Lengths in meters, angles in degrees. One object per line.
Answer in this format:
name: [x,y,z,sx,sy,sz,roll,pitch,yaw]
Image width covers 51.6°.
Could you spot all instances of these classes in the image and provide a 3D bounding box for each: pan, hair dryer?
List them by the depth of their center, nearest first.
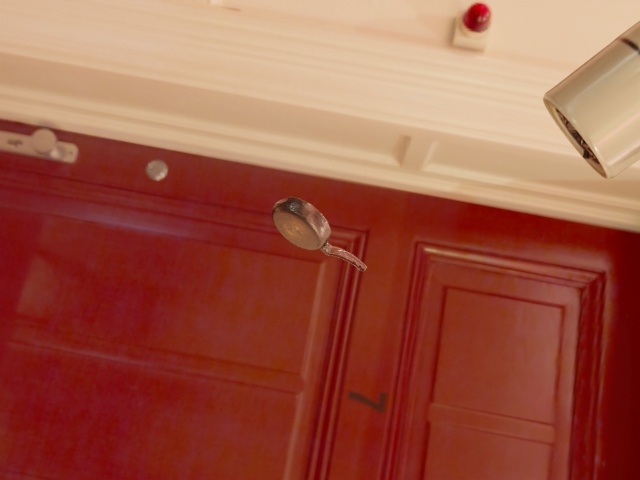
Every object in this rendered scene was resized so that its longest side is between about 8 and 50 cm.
hair dryer: [0.411,-0.171,0.858,0.203,0.128,0.362,-38,165,14]
pan: [-0.001,0.003,1.178,0.115,0.212,0.040,-17,-140,55]
